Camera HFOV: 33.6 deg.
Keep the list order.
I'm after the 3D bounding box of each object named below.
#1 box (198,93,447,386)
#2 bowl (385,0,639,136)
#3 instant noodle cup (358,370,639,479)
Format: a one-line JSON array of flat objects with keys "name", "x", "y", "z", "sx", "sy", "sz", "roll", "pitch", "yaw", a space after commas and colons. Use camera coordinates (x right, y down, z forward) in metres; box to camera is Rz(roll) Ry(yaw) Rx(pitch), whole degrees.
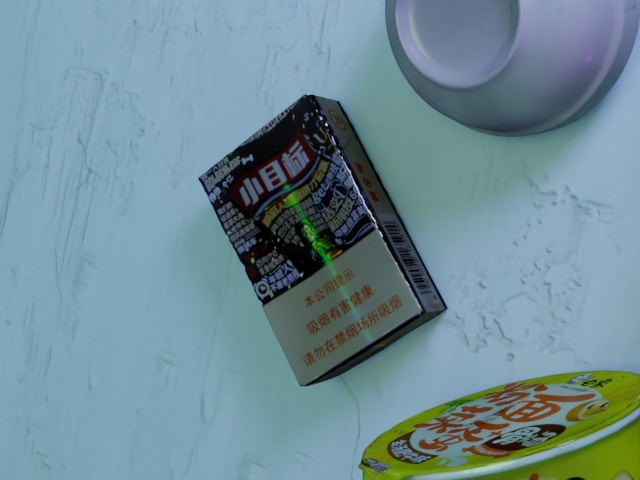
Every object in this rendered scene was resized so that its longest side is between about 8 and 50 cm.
[{"name": "box", "x": 0.000, "y": 0.000, "z": 1.319, "sx": 0.198, "sy": 0.084, "sz": 0.310, "roll": -34, "pitch": 74, "yaw": 26}, {"name": "bowl", "x": 0.182, "y": -0.247, "z": 1.138, "sx": 0.287, "sy": 0.144, "sz": 0.287, "roll": 13, "pitch": 111, "yaw": 36}, {"name": "instant noodle cup", "x": 0.214, "y": 0.285, "z": 1.088, "sx": 0.311, "sy": 0.311, "sz": 0.221, "roll": -15, "pitch": 92, "yaw": 30}]
